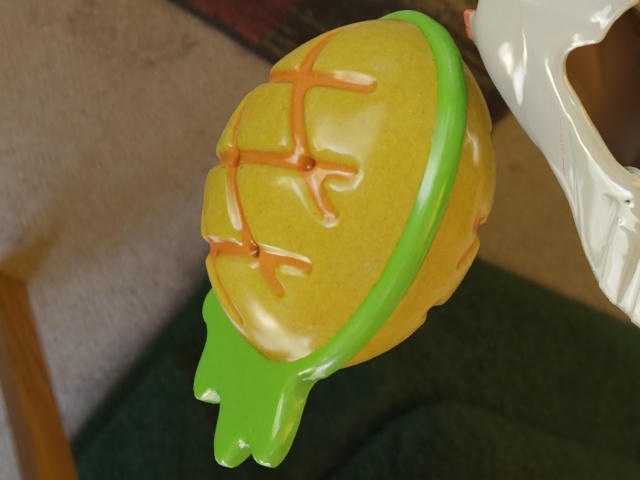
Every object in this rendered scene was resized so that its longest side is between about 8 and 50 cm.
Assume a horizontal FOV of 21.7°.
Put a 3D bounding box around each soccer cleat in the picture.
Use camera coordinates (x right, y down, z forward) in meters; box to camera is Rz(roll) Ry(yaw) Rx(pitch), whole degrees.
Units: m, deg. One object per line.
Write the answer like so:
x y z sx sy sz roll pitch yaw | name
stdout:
0.118 -0.018 0.570 0.068 0.076 0.196 -45 122 -6 | soccer cleat

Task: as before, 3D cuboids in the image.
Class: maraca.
0.000 0.000 0.625 0.099 0.127 0.186 20 114 -24 | maraca
